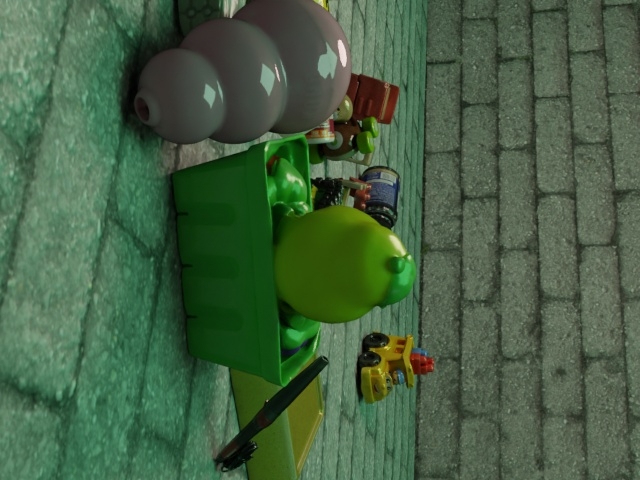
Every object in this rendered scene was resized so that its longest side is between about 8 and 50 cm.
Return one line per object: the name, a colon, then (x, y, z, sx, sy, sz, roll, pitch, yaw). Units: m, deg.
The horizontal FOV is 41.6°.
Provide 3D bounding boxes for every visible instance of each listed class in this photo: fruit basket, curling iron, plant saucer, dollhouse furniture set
fruit basket: (-0.024, 0.024, 1.283, 0.283, 0.392, 0.392, -36, 123, -73)
curling iron: (-0.079, 0.278, 1.364, 0.274, 0.035, 0.068, -51, 155, 20)
plant saucer: (-0.066, 0.302, 1.649, 0.333, 0.081, 0.332, -57, 143, -64)
dollhouse furniture set: (0.078, -0.251, 2.210, 0.201, 0.152, 0.374, -21, 126, -75)

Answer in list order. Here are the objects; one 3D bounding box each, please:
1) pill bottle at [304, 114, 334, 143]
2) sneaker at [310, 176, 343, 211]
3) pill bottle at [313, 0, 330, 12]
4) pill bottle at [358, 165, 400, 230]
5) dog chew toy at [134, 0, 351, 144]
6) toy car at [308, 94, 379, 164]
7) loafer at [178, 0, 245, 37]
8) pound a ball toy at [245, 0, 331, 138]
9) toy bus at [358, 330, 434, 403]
pill bottle: (-0.015, -0.294, 1.893, 0.086, 0.086, 0.152, -34, 121, -73)
sneaker: (0.000, 0.000, 1.826, 0.343, 0.134, 0.146, -70, 155, -55)
pill bottle: (-0.043, -0.500, 1.742, 0.119, 0.119, 0.208, -62, 147, -62)
pill bottle: (0.173, -0.105, 2.517, 0.123, 0.123, 0.219, 68, 25, -53)
dog chew toy: (-0.113, -0.231, 1.201, 0.332, 0.207, 0.206, -26, 119, -37)
toy car: (0.032, -0.293, 1.970, 0.149, 0.155, 0.188, -71, 145, -54)
loafer: (-0.162, -0.453, 1.316, 0.111, 0.112, 0.319, 4, 93, -75)
pound a ball toy: (-0.075, -0.307, 1.504, 0.208, 0.136, 0.319, 56, -6, 35)
toy bus: (0.228, 0.380, 2.512, 0.220, 0.211, 0.149, -63, 149, -59)
